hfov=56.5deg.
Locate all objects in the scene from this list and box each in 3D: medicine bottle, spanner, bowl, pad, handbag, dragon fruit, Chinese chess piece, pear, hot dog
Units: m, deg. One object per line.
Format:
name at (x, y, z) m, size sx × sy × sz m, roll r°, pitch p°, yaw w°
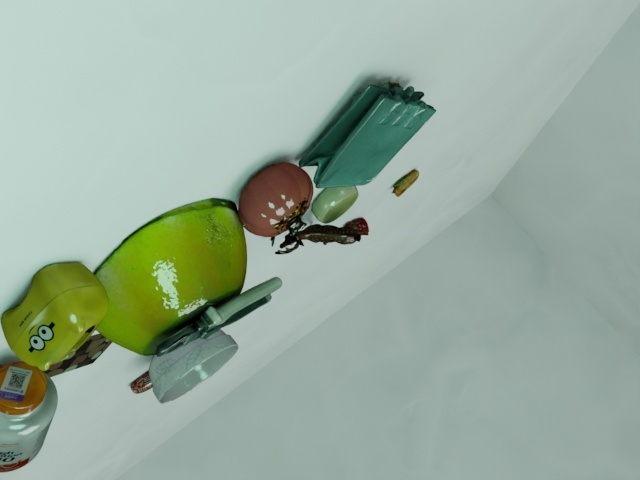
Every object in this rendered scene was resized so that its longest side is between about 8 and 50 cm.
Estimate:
medicine bottle at (-0.629, 0.353, 1.215) m, size 0.157 × 0.157 × 0.289 m, roll -25°, pitch 160°, yaw -44°
spanner at (-0.206, 0.158, 1.232) m, size 0.324 × 0.040 × 0.096 m, roll -26°, pitch 161°, yaw -46°
bowl at (-0.406, 0.354, 1.821) m, size 0.287 × 0.144 × 0.287 m, roll -37°, pitch 166°, yaw -11°
pad at (-0.583, 0.273, 1.400) m, size 0.158 × 0.003 × 0.235 m, roll -44°, pitch 166°, yaw 21°
handbag at (0.102, -0.242, 1.354) m, size 0.268 × 0.100 × 0.274 m, roll -13°, pitch 150°, yaw -53°
dragon fruit at (0.131, -0.038, 2.127) m, size 0.097 × 0.063 × 0.131 m, roll -40°, pitch 166°, yaw 2°
Chinese chess piece at (0.041, -0.111, 1.681) m, size 0.144 × 0.058 × 0.144 m, roll -38°, pitch 166°, yaw -11°
pear at (-0.295, 0.104, 1.267) m, size 0.398 × 0.165 × 0.399 m, roll -37°, pitch 166°, yaw -11°
hot dog at (0.299, -0.206, 2.095) m, size 0.133 × 0.041 × 0.056 m, roll -43°, pitch 168°, yaw -15°

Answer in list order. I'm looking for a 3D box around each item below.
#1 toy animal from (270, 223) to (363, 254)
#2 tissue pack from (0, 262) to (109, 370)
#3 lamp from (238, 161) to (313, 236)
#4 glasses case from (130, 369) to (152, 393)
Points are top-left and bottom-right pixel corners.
toy animal at (-0.004, -0.019, 1.687) m, size 0.243 × 0.087 × 0.260 m, roll -8°, pitch 179°, yaw 10°
tissue pack at (-0.456, 0.135, 1.037) m, size 0.178 × 0.127 × 0.123 m, roll -43°, pitch 168°, yaw 19°
lamp at (-0.090, -0.080, 1.273) m, size 0.182 × 0.140 × 0.182 m, roll -41°, pitch 165°, yaw -13°
glasses case at (-0.531, 0.440, 1.964) m, size 0.194 × 0.049 × 0.073 m, roll -36°, pitch 166°, yaw -13°
